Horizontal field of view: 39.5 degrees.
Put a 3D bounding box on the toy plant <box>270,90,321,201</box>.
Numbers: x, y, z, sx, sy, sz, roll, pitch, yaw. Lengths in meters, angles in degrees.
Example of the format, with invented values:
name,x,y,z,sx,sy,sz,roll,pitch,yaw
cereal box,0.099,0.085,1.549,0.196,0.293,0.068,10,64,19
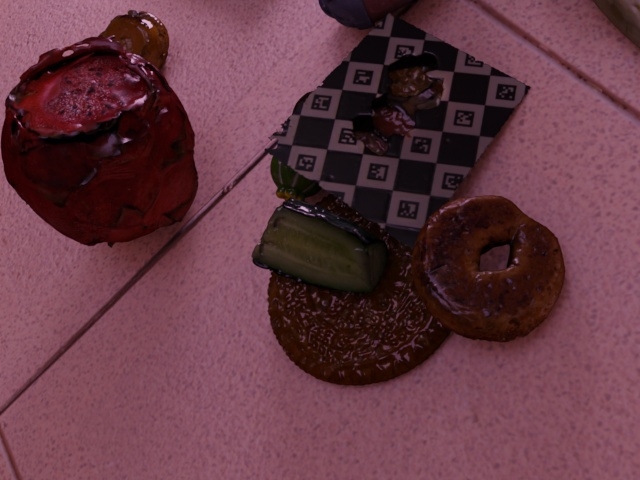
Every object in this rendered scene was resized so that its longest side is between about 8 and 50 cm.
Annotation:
name,x,y,z,sx,sy,sz,roll,pitch,yaw
toy plant,-0.018,-0.130,1.297,0.093,0.093,0.162,12,75,35

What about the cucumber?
name,x,y,z,sx,sy,sz,roll,pitch,yaw
cucumber,0.000,0.000,1.180,0.193,0.115,0.086,22,35,35

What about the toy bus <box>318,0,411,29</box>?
name,x,y,z,sx,sy,sz,roll,pitch,yaw
toy bus,0.068,-0.473,1.324,0.232,0.197,0.294,-19,90,11

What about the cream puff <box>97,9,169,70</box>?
name,x,y,z,sx,sy,sz,roll,pitch,yaw
cream puff,-0.326,-0.343,1.584,0.133,0.104,0.119,-12,93,34

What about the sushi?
name,x,y,z,sx,sy,sz,roll,pitch,yaw
sushi,0.106,-0.153,1.237,0.264,0.050,0.290,33,73,21

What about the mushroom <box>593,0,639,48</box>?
name,x,y,z,sx,sy,sz,roll,pitch,yaw
mushroom,0.418,-0.302,1.129,0.100,0.081,0.312,-40,54,15

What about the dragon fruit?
name,x,y,z,sx,sy,sz,roll,pitch,yaw
dragon fruit,-0.328,-0.142,1.366,0.296,0.301,0.295,-13,55,20

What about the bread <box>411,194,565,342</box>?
name,x,y,z,sx,sy,sz,roll,pitch,yaw
bread,0.200,0.034,1.080,0.193,0.064,0.193,-2,64,4

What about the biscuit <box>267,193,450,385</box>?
name,x,y,z,sx,sy,sz,roll,pitch,yaw
biscuit,0.056,0.048,1.195,0.305,0.038,0.305,-14,60,25
